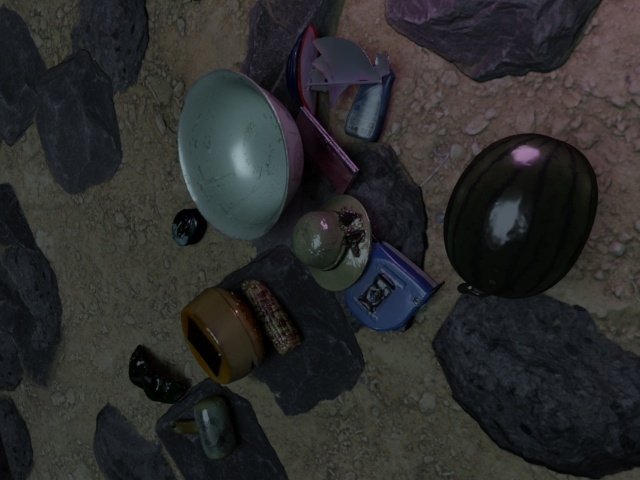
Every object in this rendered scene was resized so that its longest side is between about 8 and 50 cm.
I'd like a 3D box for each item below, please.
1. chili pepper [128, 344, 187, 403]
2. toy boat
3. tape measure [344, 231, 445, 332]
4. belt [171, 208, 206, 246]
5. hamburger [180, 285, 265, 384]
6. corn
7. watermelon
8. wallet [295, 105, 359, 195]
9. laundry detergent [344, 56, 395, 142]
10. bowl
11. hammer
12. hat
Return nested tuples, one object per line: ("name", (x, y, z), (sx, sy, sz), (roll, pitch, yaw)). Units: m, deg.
("chili pepper", (-0.594, 0.496, 1.771), (0.264, 0.116, 0.148), (22, 111, 26))
("toy boat", (0.022, -0.444, 1.251), (0.318, 0.071, 0.219), (-16, 94, 47))
("tape measure", (0.123, 0.076, 1.302), (0.351, 0.097, 0.215), (44, 116, 20))
("belt", (-0.429, -0.043, 1.622), (0.105, 0.058, 0.140), (46, 118, 20))
("hamburger", (-0.284, 0.275, 1.495), (0.300, 0.176, 0.301), (33, 137, 37))
("corn", (-0.150, 0.219, 1.489), (0.086, 0.086, 0.253), (-44, 73, 28))
("watermelon", (0.391, -0.036, 1.019), (0.278, 0.278, 0.360), (24, 108, 25))
("wallet", (0.008, -0.234, 1.327), (0.232, 0.025, 0.119), (52, 153, 14))
("laundry detergent", (0.129, -0.353, 1.245), (0.096, 0.061, 0.207), (28, 111, 32))
("bowl", (-0.177, -0.231, 1.348), (0.434, 0.195, 0.436), (14, 112, 38))
("hammer", (-0.419, 0.633, 1.711), (0.305, 0.113, 0.202), (-16, 87, 40))
("hat", (0.000, 0.000, 1.285), (0.257, 0.130, 0.258), (-10, 77, 47))
